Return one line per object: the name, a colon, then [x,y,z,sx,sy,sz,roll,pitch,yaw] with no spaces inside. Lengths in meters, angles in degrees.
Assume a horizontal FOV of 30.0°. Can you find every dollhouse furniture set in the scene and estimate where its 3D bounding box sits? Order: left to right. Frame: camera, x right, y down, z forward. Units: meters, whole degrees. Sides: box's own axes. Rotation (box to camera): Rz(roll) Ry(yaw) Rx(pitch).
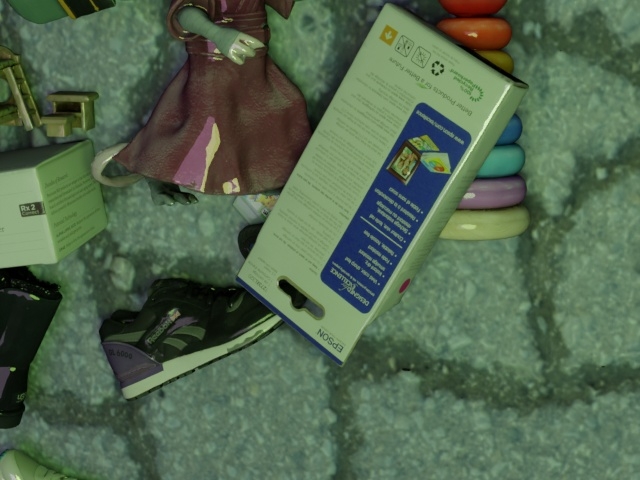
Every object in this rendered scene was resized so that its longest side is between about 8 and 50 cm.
dollhouse furniture set: [-0.374,-0.173,1.426,0.160,0.182,0.101,3,105,10]

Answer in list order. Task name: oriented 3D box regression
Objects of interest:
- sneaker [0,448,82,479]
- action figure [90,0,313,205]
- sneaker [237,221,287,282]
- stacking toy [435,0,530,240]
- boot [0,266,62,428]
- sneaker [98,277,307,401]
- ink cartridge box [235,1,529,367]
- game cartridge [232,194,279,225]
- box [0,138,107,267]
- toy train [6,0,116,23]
sneaker: [-0.340,0.356,1.618,0.092,0.087,0.229,-43,101,11]
action figure: [-0.106,-0.233,1.387,0.275,0.248,0.370,11,108,38]
sneaker: [0.000,0.000,1.458,0.211,0.081,0.080,0,117,21]
stacking toy: [0.173,-0.171,1.355,0.141,0.141,0.330,2,101,10]
boot: [-0.469,0.109,1.569,0.246,0.094,0.207,21,100,15]
sneaker: [-0.158,0.094,1.501,0.283,0.107,0.124,-26,92,16]
ink cartridge box: [0.060,-0.059,1.327,0.175,0.069,0.371,38,108,23]
game cartridge: [-0.068,-0.055,1.487,0.083,0.017,0.056,-41,90,17]
box: [-0.382,-0.042,1.463,0.180,0.182,0.119,-7,104,13]
toy train: [-0.273,-0.394,1.313,0.190,0.142,0.334,-16,65,5]
